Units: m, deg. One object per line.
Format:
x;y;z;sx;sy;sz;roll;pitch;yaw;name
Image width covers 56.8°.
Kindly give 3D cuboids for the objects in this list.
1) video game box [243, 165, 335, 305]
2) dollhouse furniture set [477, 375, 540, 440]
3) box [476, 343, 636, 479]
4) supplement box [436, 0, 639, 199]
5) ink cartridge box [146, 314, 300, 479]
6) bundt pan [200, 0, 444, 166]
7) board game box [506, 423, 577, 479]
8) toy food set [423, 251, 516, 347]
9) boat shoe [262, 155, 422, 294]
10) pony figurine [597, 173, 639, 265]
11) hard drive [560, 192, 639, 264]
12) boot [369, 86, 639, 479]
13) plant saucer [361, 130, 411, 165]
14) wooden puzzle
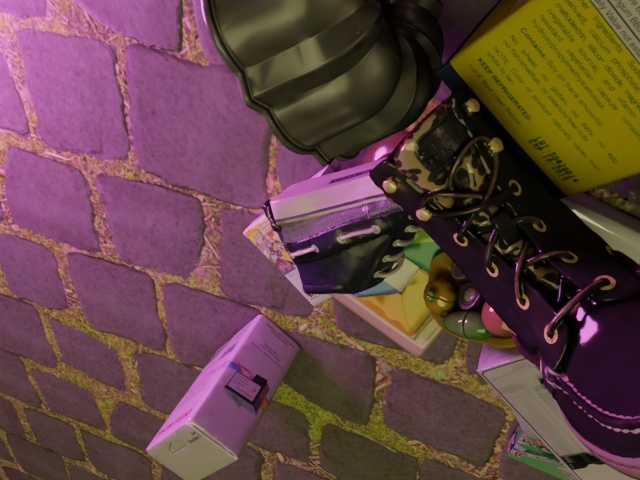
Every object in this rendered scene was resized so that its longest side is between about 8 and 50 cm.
0.000;0.000;0.987;0.187;0.048;0.205;46;130;-15;video game box
0.332;0.279;0.988;0.152;0.058;0.076;61;145;7;dollhouse furniture set
0.377;0.223;0.829;0.169;0.087;0.290;-30;110;39;box
0.312;-0.204;0.508;0.194;0.195;0.356;45;153;-11;supplement box
-0.184;0.307;1.153;0.117;0.278;0.201;42;132;-8;ink cartridge box
0.027;-0.248;0.596;0.124;0.331;0.331;-10;120;33;bundt pan
0.512;0.363;1.014;0.317;0.046;0.213;21;131;11;board game box
0.217;0.073;0.762;0.218;0.071;0.128;6;88;42;toy food set
0.098;-0.025;0.796;0.340;0.127;0.158;-11;108;28;boat shoe
0.451;-0.058;0.571;0.351;0.363;0.303;-15;110;16;pony figurine
0.398;0.069;0.847;0.353;0.047;0.233;28;132;5;hard drive
0.177;0.007;0.519;0.138;0.377;0.284;-43;93;17;boot
0.134;-0.079;0.875;0.168;0.029;0.168;14;130;17;plant saucer
0.117;0.043;0.888;0.221;0.044;0.239;35;121;5;wooden puzzle
